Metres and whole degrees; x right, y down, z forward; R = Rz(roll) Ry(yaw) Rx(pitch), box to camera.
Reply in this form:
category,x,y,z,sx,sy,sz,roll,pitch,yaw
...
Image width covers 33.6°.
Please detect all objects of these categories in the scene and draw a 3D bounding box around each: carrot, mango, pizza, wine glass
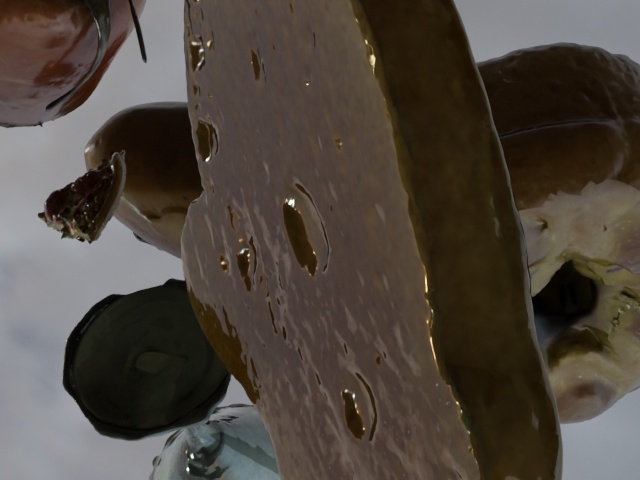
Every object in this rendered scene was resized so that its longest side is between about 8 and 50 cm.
category,x,y,z,sx,sy,sz,roll,pitch,yaw
carrot,-0.242,-0.212,0.868,0.331,0.193,0.214,-39,-136,55
mango,-0.167,-0.080,1.331,0.287,0.152,0.201,15,-111,21
pizza,-0.207,-0.032,0.930,0.100,0.029,0.099,-39,-145,5
wine glass,-0.089,0.136,0.765,0.156,0.232,0.156,-5,-126,7

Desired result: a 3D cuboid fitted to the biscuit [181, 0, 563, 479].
category,x,y,z,sx,sy,sz,roll,pitch,yaw
biscuit,0.002,0.000,0.517,0.057,0.287,0.343,-10,-103,-26

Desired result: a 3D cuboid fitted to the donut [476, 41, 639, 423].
category,x,y,z,sx,sy,sz,roll,pitch,yaw
donut,0.155,0.013,0.755,0.299,0.317,0.150,10,-132,-20
